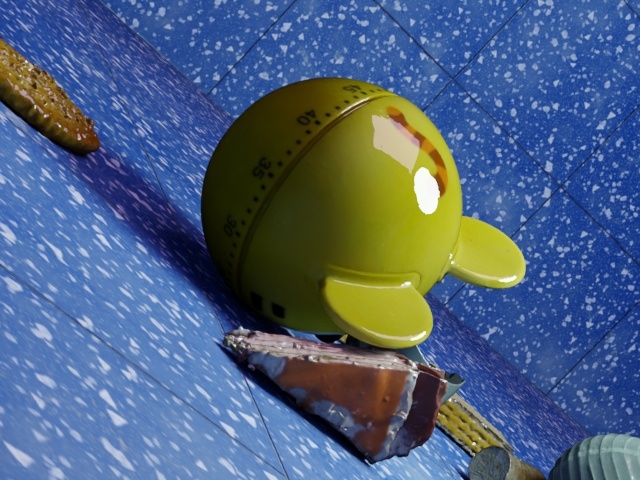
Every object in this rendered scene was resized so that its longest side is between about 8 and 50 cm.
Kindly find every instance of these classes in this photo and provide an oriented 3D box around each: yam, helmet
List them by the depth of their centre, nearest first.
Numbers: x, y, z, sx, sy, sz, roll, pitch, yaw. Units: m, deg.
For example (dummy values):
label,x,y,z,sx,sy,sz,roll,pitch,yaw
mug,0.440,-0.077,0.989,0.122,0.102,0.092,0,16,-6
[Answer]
label,x,y,z,sx,sy,sz,roll,pitch,yaw
helmet,0.098,0.187,1.883,0.153,0.107,0.177,36,-10,-35
yam,0.274,0.350,2.013,0.127,0.084,0.084,40,7,-42

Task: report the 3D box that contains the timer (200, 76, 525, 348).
label,x,y,z,sx,sy,sz,roll,pitch,yaw
timer,0.043,-0.015,1.763,0.387,0.376,0.376,38,4,19

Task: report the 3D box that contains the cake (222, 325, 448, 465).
label,x,y,z,sx,sy,sz,roll,pitch,yaw
cake,0.009,0.169,1.556,0.287,0.135,0.098,20,19,-20

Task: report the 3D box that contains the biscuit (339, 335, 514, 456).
label,x,y,z,sx,sy,sz,roll,pitch,yaw
biscuit,0.152,0.225,2.197,0.379,0.054,0.094,42,5,-16

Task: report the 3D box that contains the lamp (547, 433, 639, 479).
label,x,y,z,sx,sy,sz,roll,pitch,yaw
lamp,0.442,0.402,1.954,0.233,0.233,0.265,31,36,-64

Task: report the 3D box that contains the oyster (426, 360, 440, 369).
label,x,y,z,sx,sy,sz,roll,pitch,yaw
oyster,0.212,0.246,2.628,0.083,0.019,0.054,38,7,-31

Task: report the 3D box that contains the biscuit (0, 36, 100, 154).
label,x,y,z,sx,sy,sz,roll,pitch,yaw
biscuit,-0.375,-0.201,1.752,0.254,0.035,0.254,44,6,-5
